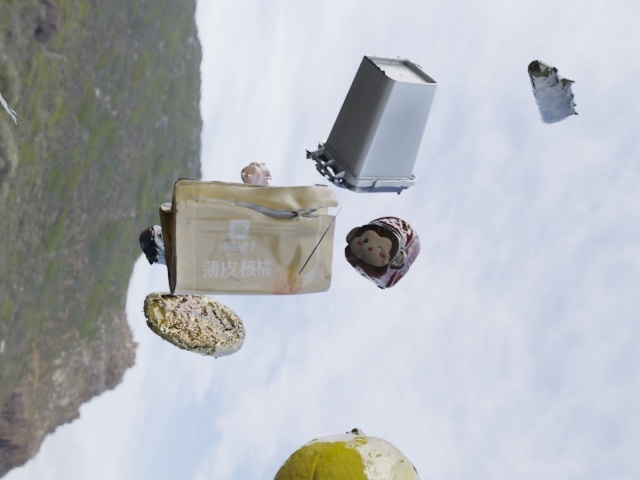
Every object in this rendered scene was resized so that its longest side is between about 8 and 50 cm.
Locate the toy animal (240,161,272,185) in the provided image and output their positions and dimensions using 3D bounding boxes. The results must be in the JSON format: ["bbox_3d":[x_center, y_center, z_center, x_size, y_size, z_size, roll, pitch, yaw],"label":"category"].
[{"bbox_3d":[-0.213,-0.210,2.271,0.089,0.150,0.083,-33,-96,14],"label":"toy animal"}]

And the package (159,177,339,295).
[{"bbox_3d":[-0.126,-0.022,1.323,0.165,0.311,0.221,121,-38,-46],"label":"package"}]

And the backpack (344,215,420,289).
[{"bbox_3d":[0.195,0.025,2.119,0.139,0.229,0.229,70,8,-53],"label":"backpack"}]

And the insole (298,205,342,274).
[{"bbox_3d":[0.000,0.000,1.130,0.135,0.002,0.045,-58,179,20],"label":"insole"}]

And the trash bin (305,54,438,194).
[{"bbox_3d":[0.157,-0.333,2.048,0.256,0.296,0.367,55,-44,43],"label":"trash bin"}]

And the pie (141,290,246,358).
[{"bbox_3d":[-0.309,0.199,1.739,0.055,0.274,0.274,-64,-152,17],"label":"pie"}]

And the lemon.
[{"bbox_3d":[0.042,0.468,1.164,0.297,0.297,0.297,-171,-90,-66],"label":"lemon"}]

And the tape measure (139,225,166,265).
[{"bbox_3d":[-0.367,-0.011,1.756,0.180,0.104,0.107,-32,-108,29],"label":"tape measure"}]

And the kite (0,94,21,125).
[{"bbox_3d":[-0.687,-0.302,1.542,0.139,0.011,0.156,58,-9,21],"label":"kite"}]

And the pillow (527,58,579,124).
[{"bbox_3d":[0.506,-0.313,1.523,0.093,0.241,0.051,15,-106,29],"label":"pillow"}]
